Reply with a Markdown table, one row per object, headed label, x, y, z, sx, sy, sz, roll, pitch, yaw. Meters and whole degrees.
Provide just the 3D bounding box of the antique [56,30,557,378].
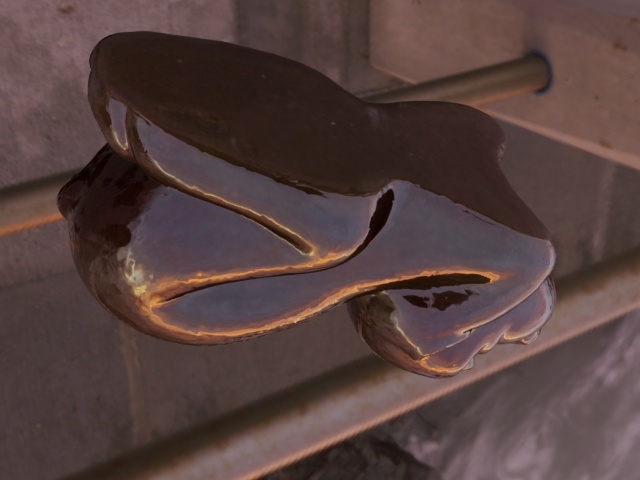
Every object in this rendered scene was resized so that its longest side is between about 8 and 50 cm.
| label | x | y | z | sx | sy | sz | roll | pitch | yaw |
| --- | --- | --- | --- | --- | --- | --- | --- | --- | --- |
| antique | 0.000 | 0.000 | 0.479 | 0.256 | 0.121 | 0.143 | 10 | 129 | -19 |
